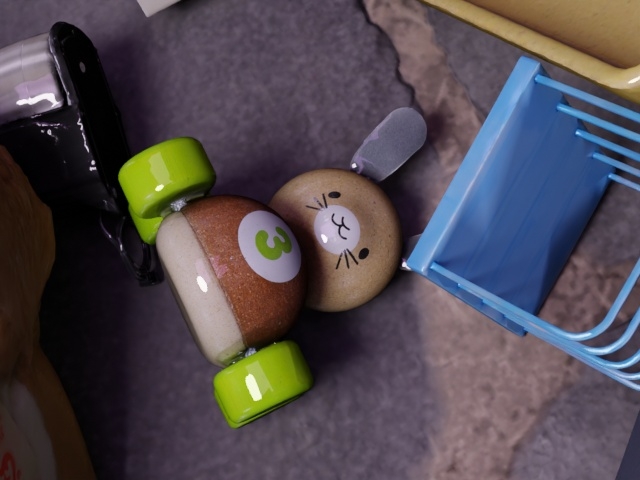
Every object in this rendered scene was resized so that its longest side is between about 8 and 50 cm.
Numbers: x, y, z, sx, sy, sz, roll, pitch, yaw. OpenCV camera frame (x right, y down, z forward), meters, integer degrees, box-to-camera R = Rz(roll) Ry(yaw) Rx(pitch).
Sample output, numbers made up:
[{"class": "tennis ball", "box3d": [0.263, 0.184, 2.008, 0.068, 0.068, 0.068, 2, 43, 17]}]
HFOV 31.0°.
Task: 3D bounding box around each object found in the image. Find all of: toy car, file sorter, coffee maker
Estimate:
[{"class": "toy car", "box3d": [0.000, 0.000, 0.683, 0.188, 0.149, 0.155, -25, 82, -10]}, {"class": "file sorter", "box3d": [0.145, 0.002, 0.610, 0.104, 0.170, 0.118, 28, 89, 31]}, {"class": "coffee maker", "box3d": [-0.217, -0.036, 0.738, 0.178, 0.120, 0.171, -17, 72, 6]}]

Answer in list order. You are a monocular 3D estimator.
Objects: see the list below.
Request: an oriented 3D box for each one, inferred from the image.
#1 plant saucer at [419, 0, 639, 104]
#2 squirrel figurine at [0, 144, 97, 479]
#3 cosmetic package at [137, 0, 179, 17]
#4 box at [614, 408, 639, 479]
[{"class": "plant saucer", "box3d": [0.219, -0.204, 0.657, 0.333, 0.081, 0.333, -39, 31, -2]}, {"class": "squirrel figurine", "box3d": [-0.336, 0.095, 0.615, 0.370, 0.281, 0.397, -4, 83, 12]}, {"class": "cosmetic package", "box3d": [-0.029, -0.296, 0.751, 0.296, 0.153, 0.129, -28, 52, 3]}, {"class": "box", "box3d": [0.304, 0.098, 0.459, 0.312, 0.179, 0.343, 14, 109, 4]}]
